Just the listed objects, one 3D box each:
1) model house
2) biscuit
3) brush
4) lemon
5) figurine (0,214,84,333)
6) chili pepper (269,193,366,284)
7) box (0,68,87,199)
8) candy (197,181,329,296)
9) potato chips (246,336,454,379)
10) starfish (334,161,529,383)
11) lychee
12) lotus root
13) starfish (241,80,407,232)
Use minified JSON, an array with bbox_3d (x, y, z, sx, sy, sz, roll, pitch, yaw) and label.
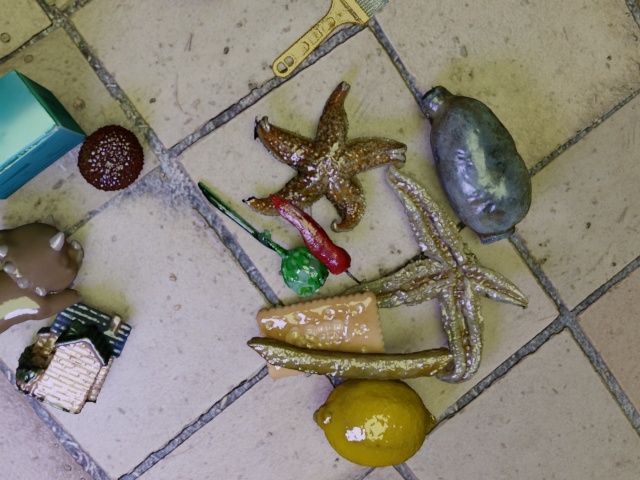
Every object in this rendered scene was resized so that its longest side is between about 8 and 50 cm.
[{"bbox_3d":[-0.453,0.202,1.350,0.166,0.183,0.172,31,93,-14],"label":"model house"},{"bbox_3d":[0.002,0.196,1.482,0.250,0.030,0.160,-9,104,4],"label":"biscuit"},{"bbox_3d":[0.007,-0.424,1.449,0.272,0.013,0.103,-44,102,-2],"label":"brush"},{"bbox_3d":[0.110,0.365,1.477,0.257,0.188,0.188,7,95,-7],"label":"lemon"},{"bbox_3d":[-0.559,0.058,1.316,0.247,0.177,0.173,-16,118,-1],"label":"figurine"},{"bbox_3d":[0.000,0.000,1.419,0.268,0.050,0.059,47,59,-18],"label":"chili pepper"},{"bbox_3d":[-0.526,-0.168,1.225,0.205,0.311,0.118,-40,100,-4],"label":"box"},{"bbox_3d":[-0.120,-0.010,1.449,0.323,0.097,0.097,39,88,-5],"label":"candy"},{"bbox_3d":[0.056,0.238,1.444,0.407,0.057,0.080,4,109,1],"label":"potato chips"},{"bbox_3d":[0.213,0.083,1.516,0.432,0.082,0.324,42,96,-7],"label":"starfish"},{"bbox_3d":[-0.390,-0.157,1.352,0.123,0.129,0.123,7,58,-10],"label":"lychee"},{"bbox_3d":[0.317,-0.159,1.466,0.175,0.175,0.349,-29,101,-6],"label":"lotus root"},{"bbox_3d":[0.002,-0.166,1.434,0.303,0.113,0.312,24,95,-13],"label":"starfish"}]
